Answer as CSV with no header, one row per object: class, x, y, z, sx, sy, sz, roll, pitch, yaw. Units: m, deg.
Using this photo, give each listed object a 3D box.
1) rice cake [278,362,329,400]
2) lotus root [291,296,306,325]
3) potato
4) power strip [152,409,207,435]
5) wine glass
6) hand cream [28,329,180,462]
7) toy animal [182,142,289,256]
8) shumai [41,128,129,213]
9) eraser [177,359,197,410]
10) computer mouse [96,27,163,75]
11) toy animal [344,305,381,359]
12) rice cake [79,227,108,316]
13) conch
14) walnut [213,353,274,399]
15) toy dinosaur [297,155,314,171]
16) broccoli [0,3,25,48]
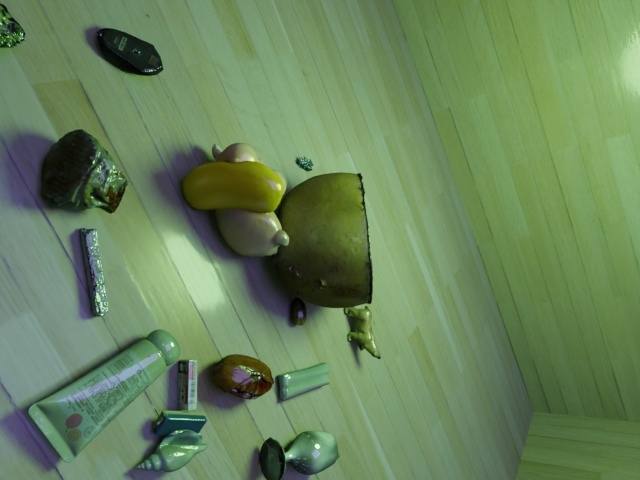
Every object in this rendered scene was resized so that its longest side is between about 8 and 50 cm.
rice cake,-0.049,0.462,1.388,0.221,0.042,0.080,3,77,-49
lotus root,-0.073,0.237,1.413,0.054,0.049,0.099,13,64,-44
potato,0.000,0.000,1.394,0.385,0.319,0.442,87,2,-64
power strip,-0.348,0.451,1.038,0.123,0.032,0.056,26,100,-42
wine glass,-0.059,0.645,1.266,0.241,0.126,0.126,16,68,-43
hand cream,-0.451,0.319,0.929,0.306,0.093,0.147,-40,116,-44
toy animal,-0.191,-0.138,1.228,0.345,0.277,0.247,52,33,-22
shumai,-0.515,-0.150,0.952,0.142,0.184,0.184,36,51,-67
eraser,-0.339,0.367,1.073,0.029,0.052,0.122,10,74,-45
computer mouse,-0.503,-0.492,1.110,0.172,0.057,0.099,24,64,-30
toy animal,0.169,0.350,1.619,0.103,0.101,0.219,5,77,-50
rice cake,-0.517,0.071,0.961,0.033,0.033,0.208,-7,85,-51
conch,-0.356,0.505,1.009,0.180,0.065,0.088,-3,73,-44
walnut,-0.208,0.382,1.176,0.207,0.115,0.116,30,59,-41
toy dinosaur,-0.053,-0.292,1.586,0.083,0.030,0.047,20,67,-45
broccoli,-0.678,-0.466,0.826,0.167,0.160,0.154,52,18,-12
